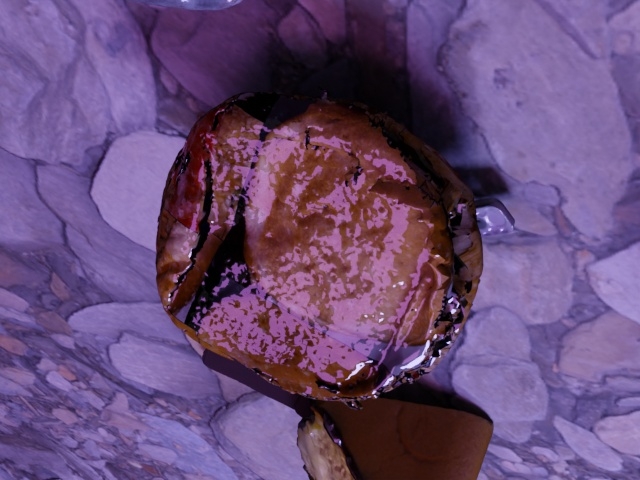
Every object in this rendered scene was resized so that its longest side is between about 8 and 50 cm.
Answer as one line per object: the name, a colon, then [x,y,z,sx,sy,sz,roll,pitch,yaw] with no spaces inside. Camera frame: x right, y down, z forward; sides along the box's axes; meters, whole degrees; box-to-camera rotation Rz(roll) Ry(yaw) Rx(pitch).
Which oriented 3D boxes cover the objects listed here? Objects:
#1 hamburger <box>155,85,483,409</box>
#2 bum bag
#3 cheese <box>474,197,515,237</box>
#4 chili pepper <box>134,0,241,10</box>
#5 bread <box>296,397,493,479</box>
hamburger: [0.000,0.000,0.906,0.231,0.107,0.230,7,108,22]
bum bag: [-0.028,0.120,1.194,0.159,0.026,0.109,25,146,1]
cheese: [0.053,-0.004,0.968,0.192,0.037,0.097,-8,134,40]
chili pepper: [-0.097,-0.170,0.846,0.153,0.041,0.050,10,100,23]
bread: [0.040,0.214,1.153,0.160,0.169,0.140,23,148,7]
